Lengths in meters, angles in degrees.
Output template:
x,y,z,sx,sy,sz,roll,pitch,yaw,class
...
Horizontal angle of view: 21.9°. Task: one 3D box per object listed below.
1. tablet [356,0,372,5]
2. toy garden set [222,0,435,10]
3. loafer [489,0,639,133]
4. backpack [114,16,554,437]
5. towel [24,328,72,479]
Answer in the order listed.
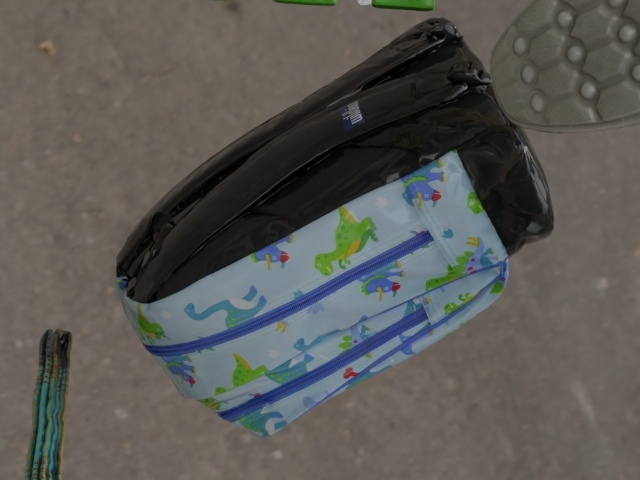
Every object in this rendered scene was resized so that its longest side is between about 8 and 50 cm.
x,y,z,sx,sy,sz,roll,pitch,yaw,class
0.044,-0.218,1.224,0.054,0.006,0.083,-12,86,-14,tablet
-0.039,-0.263,1.132,0.244,0.049,0.204,3,91,-1,toy garden set
0.246,-0.142,0.995,0.111,0.319,0.112,-9,83,-51,loafer
0.000,0.000,1.407,0.290,0.355,0.273,-115,-175,-61,backpack
-0.248,0.280,1.403,0.040,0.271,0.370,7,29,-9,towel
